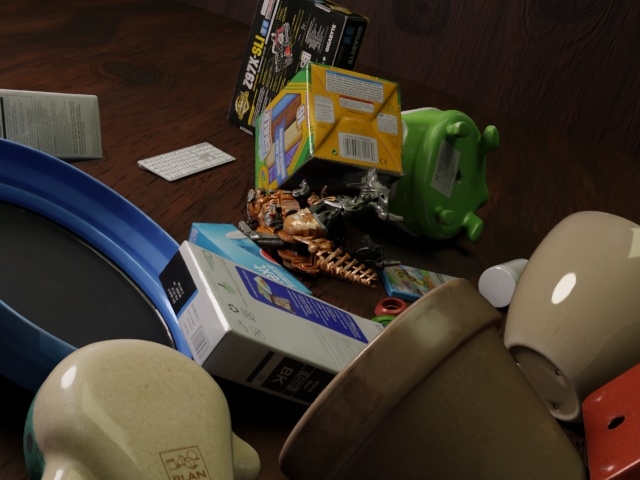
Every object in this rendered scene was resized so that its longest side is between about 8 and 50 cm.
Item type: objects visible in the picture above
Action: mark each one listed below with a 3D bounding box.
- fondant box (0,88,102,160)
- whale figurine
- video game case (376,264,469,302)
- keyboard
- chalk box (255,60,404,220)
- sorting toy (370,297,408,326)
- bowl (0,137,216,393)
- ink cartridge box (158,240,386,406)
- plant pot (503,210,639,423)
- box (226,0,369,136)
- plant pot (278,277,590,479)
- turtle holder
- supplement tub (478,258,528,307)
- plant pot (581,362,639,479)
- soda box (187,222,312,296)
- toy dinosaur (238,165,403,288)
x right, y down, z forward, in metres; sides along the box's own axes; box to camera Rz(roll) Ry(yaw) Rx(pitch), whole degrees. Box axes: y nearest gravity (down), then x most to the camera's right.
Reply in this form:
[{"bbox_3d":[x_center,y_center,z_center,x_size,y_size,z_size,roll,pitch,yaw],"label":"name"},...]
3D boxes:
[{"bbox_3d":[-0.495,-0.143,1.371,0.238,0.096,0.330,-3,1,35],"label":"fondant box"},{"bbox_3d":[-0.147,0.218,0.865,0.216,0.141,0.272,-3,53,-45],"label":"whale figurine"},{"bbox_3d":[0.177,0.077,1.653,0.166,0.015,0.119,13,21,-14],"label":"video game case"},{"bbox_3d":[-0.241,-0.146,1.886,0.072,0.014,0.256,24,20,15],"label":"keyboard"},{"bbox_3d":[-0.004,-0.152,1.778,0.180,0.179,0.289,9,-22,-26],"label":"chalk box"},{"bbox_3d":[0.102,0.122,1.443,0.061,0.042,0.102,6,29,11],"label":"sorting toy"},{"bbox_3d":[-0.274,0.036,1.106,0.391,0.077,0.391,35,17,-12],"label":"bowl"},{"bbox_3d":[-0.021,0.120,1.181,0.332,0.065,0.165,25,20,-37],"label":"ink cartridge box"},{"bbox_3d":[0.353,0.130,1.358,0.191,0.284,0.284,-36,47,-23],"label":"plant pot"},{"bbox_3d":[-0.053,-0.350,2.140,0.079,0.322,0.257,-5,29,-45],"label":"box"},{"bbox_3d":[0.128,0.203,0.976,0.229,0.263,0.263,44,28,18],"label":"plant pot"},{"bbox_3d":[0.198,-0.134,1.913,0.227,0.243,0.320,10,22,32],"label":"turtle holder"},{"bbox_3d":[0.316,0.070,1.711,0.071,0.071,0.107,29,23,29],"label":"supplement tub"},{"bbox_3d":[0.386,0.223,0.939,0.236,0.267,0.267,51,19,-7],"label":"plant pot"},{"bbox_3d":[-0.104,0.050,1.400,0.071,0.067,0.210,1,26,-39],"label":"soda box"},{"bbox_3d":[0.000,0.000,1.581,0.218,0.164,0.322,-9,48,-25],"label":"toy dinosaur"}]
